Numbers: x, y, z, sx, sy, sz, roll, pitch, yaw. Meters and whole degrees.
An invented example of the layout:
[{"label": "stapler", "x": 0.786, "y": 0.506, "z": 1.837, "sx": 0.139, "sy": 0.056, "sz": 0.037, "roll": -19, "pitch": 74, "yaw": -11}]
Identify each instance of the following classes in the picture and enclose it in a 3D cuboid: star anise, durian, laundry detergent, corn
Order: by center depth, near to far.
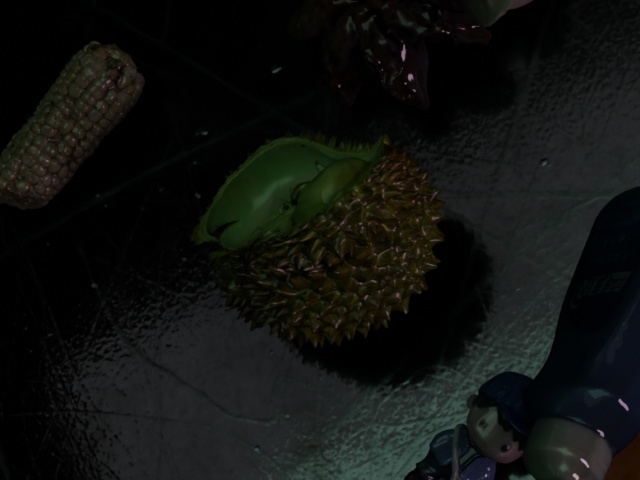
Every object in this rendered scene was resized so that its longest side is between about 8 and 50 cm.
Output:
[{"label": "laundry detergent", "x": 0.244, "y": 0.090, "z": 1.453, "sx": 0.143, "sy": 0.094, "sz": 0.290, "roll": -18, "pitch": 38, "yaw": 56}, {"label": "durian", "x": 0.003, "y": 0.001, "z": 1.573, "sx": 0.237, "sy": 0.177, "sz": 0.200, "roll": -6, "pitch": 28, "yaw": 40}, {"label": "star anise", "x": 0.052, "y": -0.248, "z": 1.646, "sx": 0.223, "sy": 0.109, "sz": 0.236, "roll": 6, "pitch": 92, "yaw": 45}, {"label": "corn", "x": -0.266, "y": -0.113, "z": 1.768, "sx": 0.087, "sy": 0.087, "sz": 0.211, "roll": 37, "pitch": 90, "yaw": 26}]

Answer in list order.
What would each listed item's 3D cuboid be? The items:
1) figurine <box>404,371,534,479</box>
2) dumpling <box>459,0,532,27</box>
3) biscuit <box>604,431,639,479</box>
[{"label": "figurine", "x": 0.148, "y": 0.186, "z": 1.531, "sx": 0.149, "sy": 0.087, "sz": 0.086, "roll": -45, "pitch": 81, "yaw": 17}, {"label": "dumpling", "x": 0.168, "y": -0.291, "z": 1.671, "sx": 0.150, "sy": 0.092, "sz": 0.176, "roll": -25, "pitch": 71, "yaw": 26}, {"label": "biscuit", "x": 0.392, "y": 0.211, "z": 1.439, "sx": 0.312, "sy": 0.057, "sz": 0.351, "roll": -21, "pitch": 66, "yaw": 13}]
